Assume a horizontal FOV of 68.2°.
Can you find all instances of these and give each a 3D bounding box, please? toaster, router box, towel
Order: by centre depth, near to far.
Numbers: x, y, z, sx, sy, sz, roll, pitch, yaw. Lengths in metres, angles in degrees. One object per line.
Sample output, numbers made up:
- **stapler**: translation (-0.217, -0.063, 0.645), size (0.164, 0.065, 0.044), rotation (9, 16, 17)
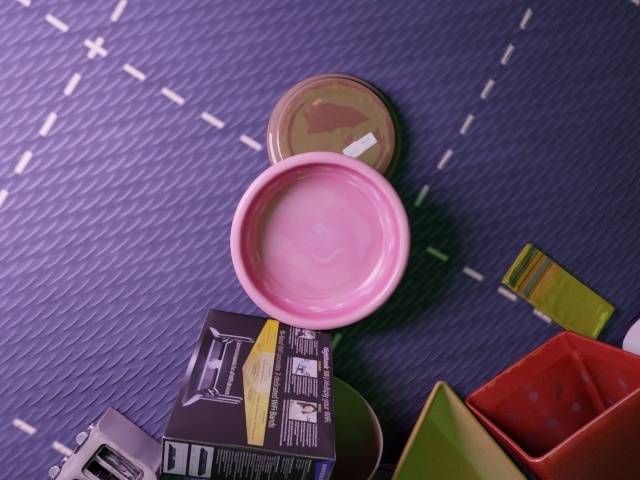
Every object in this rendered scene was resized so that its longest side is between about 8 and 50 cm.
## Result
- **router box**: translation (-0.103, 0.249, 0.797), size (0.243, 0.309, 0.081), rotation (10, 116, -4)
- **toaster**: translation (-0.386, 0.434, 0.869), size (0.186, 0.110, 0.168), rotation (40, 87, -3)
- **towel**: translation (0.501, 0.113, 0.991), size (0.237, 0.021, 0.102), rotation (35, 88, -4)

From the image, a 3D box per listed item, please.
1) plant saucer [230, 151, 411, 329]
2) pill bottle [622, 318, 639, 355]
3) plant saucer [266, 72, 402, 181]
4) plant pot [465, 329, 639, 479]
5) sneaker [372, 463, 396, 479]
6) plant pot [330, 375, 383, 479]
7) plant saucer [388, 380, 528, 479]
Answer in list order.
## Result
- **plant saucer**: translation (0.000, 0.000, 0.897), size (0.332, 0.084, 0.332), rotation (-1, 100, -4)
- **pill bottle**: translation (0.794, 0.299, 0.921), size (0.361, 0.204, 0.204), rotation (43, 86, -3)
- **plant saucer**: translation (0.031, -0.202, 0.946), size (0.278, 0.041, 0.278), rotation (0, 89, -6)
- **plant pot**: translation (0.481, 0.361, 0.870), size (0.267, 0.267, 0.235), rotation (-32, 96, -4)
- **sneaker**: translation (0.080, 0.545, 0.923), size (0.305, 0.114, 0.152), rotation (-18, 124, -14)
- **plant pot**: translation (-0.050, 0.393, 0.841), size (0.284, 0.284, 0.191), rotation (9, 117, -5)
- **plant saucer**: translation (0.245, 0.495, 0.868), size (0.333, 0.081, 0.333), rotation (49, 44, -2)
